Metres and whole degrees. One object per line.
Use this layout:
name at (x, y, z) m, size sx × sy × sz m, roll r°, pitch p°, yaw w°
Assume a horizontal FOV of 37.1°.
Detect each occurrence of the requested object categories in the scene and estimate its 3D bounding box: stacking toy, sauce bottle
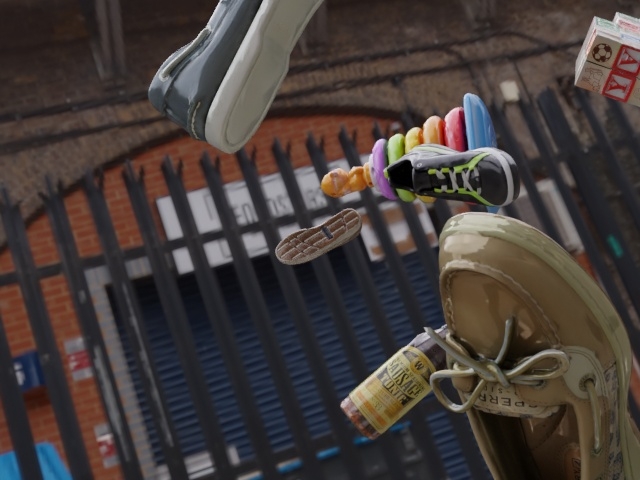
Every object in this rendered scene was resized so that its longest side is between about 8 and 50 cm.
stacking toy at (0.144, -0.121, 1.596) m, size 0.302 × 0.165 × 0.175 m, roll -11°, pitch -29°, yaw 17°
sauce bottle at (0.074, 0.101, 0.748) m, size 0.128 × 0.042 × 0.042 m, roll -43°, pitch -15°, yaw -1°

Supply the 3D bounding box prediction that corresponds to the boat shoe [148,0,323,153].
boat shoe at (-0.055, -0.239, 0.874) m, size 0.319 × 0.099 × 0.116 m, roll -64°, pitch -17°, yaw -5°

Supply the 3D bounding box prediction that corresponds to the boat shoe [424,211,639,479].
boat shoe at (0.139, 0.108, 0.601) m, size 0.105 × 0.285 × 0.089 m, roll 4°, pitch 43°, yaw 46°

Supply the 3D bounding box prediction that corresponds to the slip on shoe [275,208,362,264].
slip on shoe at (0.000, 0.000, 1.400) m, size 0.135 × 0.051 × 0.041 m, roll -30°, pitch -29°, yaw -6°

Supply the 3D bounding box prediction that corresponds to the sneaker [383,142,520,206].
sneaker at (0.178, -0.082, 1.344) m, size 0.097 × 0.084 × 0.235 m, roll -23°, pitch 19°, yaw -29°

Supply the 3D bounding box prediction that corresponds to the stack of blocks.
stack of blocks at (0.528, -0.309, 1.607) m, size 0.297 × 0.171 × 0.087 m, roll -56°, pitch -15°, yaw -63°
